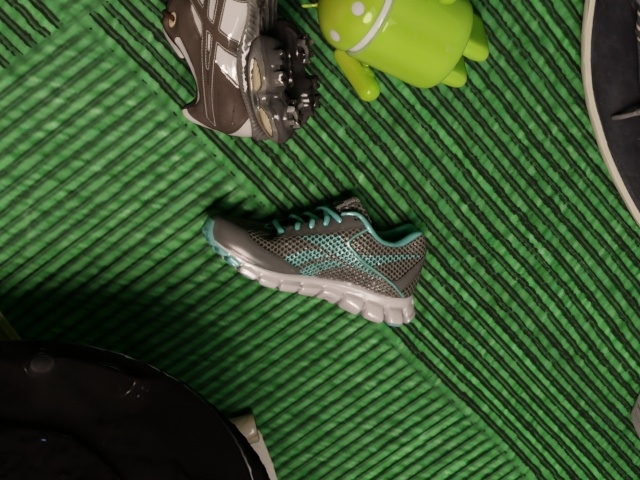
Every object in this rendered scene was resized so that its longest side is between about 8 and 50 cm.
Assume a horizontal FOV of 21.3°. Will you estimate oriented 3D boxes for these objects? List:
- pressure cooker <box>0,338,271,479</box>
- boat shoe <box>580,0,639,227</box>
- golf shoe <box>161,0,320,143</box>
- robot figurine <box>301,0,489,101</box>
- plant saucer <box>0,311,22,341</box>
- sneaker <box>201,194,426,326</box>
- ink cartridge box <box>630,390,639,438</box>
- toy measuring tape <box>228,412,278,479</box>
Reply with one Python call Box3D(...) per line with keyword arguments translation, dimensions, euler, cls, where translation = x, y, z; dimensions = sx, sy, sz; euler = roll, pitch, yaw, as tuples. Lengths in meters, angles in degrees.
Box3D(translation=(-0.177, 0.317, 1.103), dimensions=(0.370, 0.375, 0.420), euler=(5, 135, 9), cls="pressure cooker")
Box3D(translation=(0.265, -0.160, 1.040), dimensions=(0.187, 0.156, 0.500), euler=(-11, 126, -6), cls="boat shoe")
Box3D(translation=(-0.061, -0.154, 1.021), dimensions=(0.094, 0.077, 0.198), euler=(1, 107, 24), cls="golf shoe")
Box3D(translation=(0.048, -0.138, 1.061), dimensions=(0.115, 0.067, 0.101), euler=(23, 130, -24), cls="robot figurine")
Box3D(translation=(-0.280, 0.107, 1.174), dimensions=(0.188, 0.045, 0.188), euler=(-26, 125, 7), cls="plant saucer")
Box3D(translation=(0.000, 0.000, 1.160), dimensions=(0.166, 0.065, 0.076), euler=(17, 102, -25), cls="sneaker")
Box3D(translation=(0.419, 0.099, 1.300), dimensions=(0.333, 0.065, 0.165), euler=(6, 122, -14), cls="ink cartridge box")
Box3D(translation=(-0.024, 0.285, 1.306), dimensions=(0.121, 0.121, 0.330), euler=(-15, 125, -1), cls="toy measuring tape")
